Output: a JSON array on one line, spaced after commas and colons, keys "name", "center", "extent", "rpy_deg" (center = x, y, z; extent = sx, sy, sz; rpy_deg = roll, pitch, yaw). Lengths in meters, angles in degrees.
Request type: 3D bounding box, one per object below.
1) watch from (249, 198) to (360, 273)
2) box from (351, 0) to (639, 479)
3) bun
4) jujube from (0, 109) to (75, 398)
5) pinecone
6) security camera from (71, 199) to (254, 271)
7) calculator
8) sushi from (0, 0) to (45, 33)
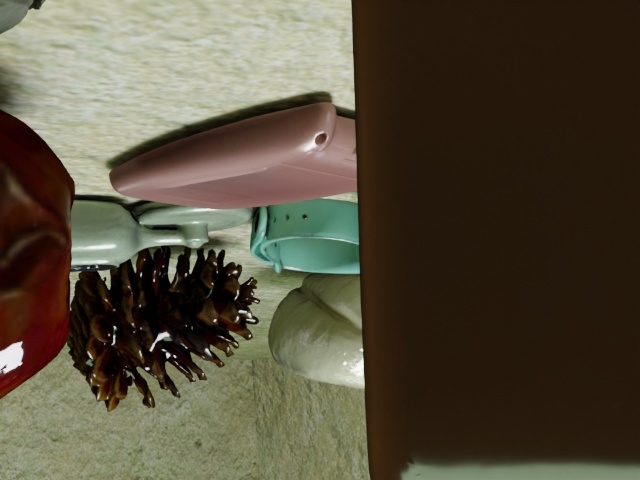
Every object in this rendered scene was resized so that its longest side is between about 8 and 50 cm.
[{"name": "watch", "center": [0.000, 0.000, 1.347], "extent": [0.195, 0.068, 0.237], "rpy_deg": [7, 169, -15]}, {"name": "box", "center": [0.131, -0.050, 0.453], "extent": [0.229, 0.339, 0.239], "rpy_deg": [-2, 170, 4]}, {"name": "bun", "center": [0.089, 0.141, 1.785], "extent": [0.365, 0.219, 0.365], "rpy_deg": [8, -179, 0]}, {"name": "jujube", "center": [-0.380, 0.013, 0.777], "extent": [0.377, 0.276, 0.276], "rpy_deg": [-1, 169, -21]}, {"name": "pinecone", "center": [-0.225, 0.111, 1.475], "extent": [0.292, 0.246, 0.246], "rpy_deg": [-19, 172, -10]}, {"name": "security camera", "center": [-0.227, -0.007, 1.257], "extent": [0.301, 0.080, 0.157], "rpy_deg": [-4, 169, -19]}, {"name": "calculator", "center": [-0.065, -0.071, 1.043], "extent": [0.329, 0.048, 0.220], "rpy_deg": [-10, 170, 40]}, {"name": "sushi", "center": [-0.243, -0.126, 0.523], "extent": [0.273, 0.134, 0.109], "rpy_deg": [-24, -174, 45]}]
